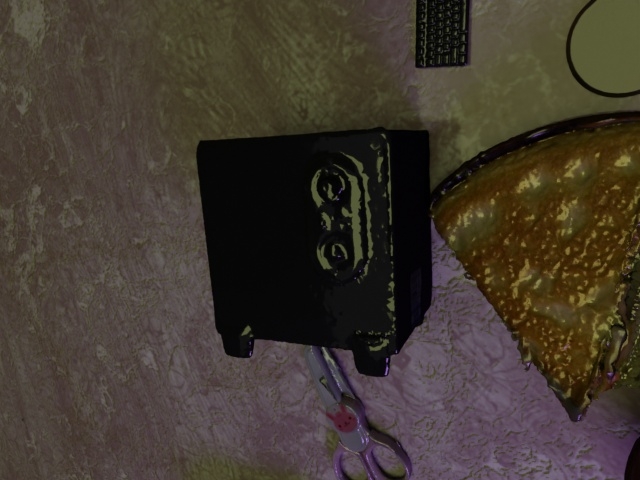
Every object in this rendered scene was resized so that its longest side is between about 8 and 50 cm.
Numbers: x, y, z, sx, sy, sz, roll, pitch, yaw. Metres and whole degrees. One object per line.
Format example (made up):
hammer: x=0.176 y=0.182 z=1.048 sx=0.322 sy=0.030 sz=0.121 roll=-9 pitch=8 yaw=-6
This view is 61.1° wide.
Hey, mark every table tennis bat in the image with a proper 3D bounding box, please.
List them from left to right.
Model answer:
table tennis bat: x=0.300 y=-0.205 z=0.481 sx=0.107 sy=0.119 sz=0.170 roll=48 pitch=119 yaw=7

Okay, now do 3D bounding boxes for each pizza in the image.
pizza: x=0.256 y=-0.003 z=0.530 sx=0.251 sy=0.074 sz=0.288 roll=-46 pitch=60 yaw=35

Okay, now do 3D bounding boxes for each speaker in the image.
speaker: x=0.000 y=0.000 z=0.643 sx=0.232 sy=0.184 sz=0.254 roll=2 pitch=102 yaw=25

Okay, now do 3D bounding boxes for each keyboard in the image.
keyboard: x=0.135 y=-0.298 z=0.597 sx=0.061 sy=0.013 sz=0.204 roll=5 pitch=105 yaw=24

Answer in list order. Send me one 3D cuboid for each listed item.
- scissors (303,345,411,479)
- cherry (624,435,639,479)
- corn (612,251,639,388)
scissors: x=0.036 y=0.250 z=0.772 sx=0.118 sy=0.030 sz=0.242 roll=-24 pitch=96 yaw=29
cherry: x=0.413 y=0.247 z=0.458 sx=0.261 sy=0.307 sz=0.221 roll=41 pitch=76 yaw=16
corn: x=0.328 y=0.052 z=0.556 sx=0.087 sy=0.087 sz=0.211 roll=22 pitch=106 yaw=20
